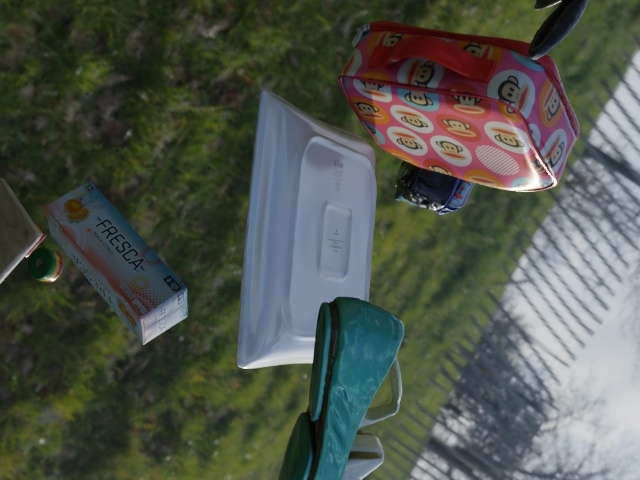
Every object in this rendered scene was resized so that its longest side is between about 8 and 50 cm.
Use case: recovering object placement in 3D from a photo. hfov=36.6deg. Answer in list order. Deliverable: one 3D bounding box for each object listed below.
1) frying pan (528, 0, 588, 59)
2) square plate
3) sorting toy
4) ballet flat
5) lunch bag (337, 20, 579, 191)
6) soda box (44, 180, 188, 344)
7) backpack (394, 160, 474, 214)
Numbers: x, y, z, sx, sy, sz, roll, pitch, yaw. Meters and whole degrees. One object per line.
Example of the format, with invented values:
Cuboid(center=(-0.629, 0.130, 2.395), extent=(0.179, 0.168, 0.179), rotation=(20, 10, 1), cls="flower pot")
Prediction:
Cuboid(center=(0.238, -0.251, 0.905), extent=(0.326, 0.053, 0.197), rotation=(-39, -170, -21), cls="frying pan")
Cuboid(center=(0.000, 0.000, 1.318), extent=(0.347, 0.049, 0.344), rotation=(13, 82, -65), cls="square plate")
Cuboid(center=(-0.478, -0.007, 1.432), extent=(0.132, 0.274, 0.046), rotation=(-47, 151, 9), cls="sorting toy")
Cuboid(center=(0.021, 0.160, 0.837), extent=(0.083, 0.087, 0.247), rotation=(-98, -161, -60), cls="ballet flat")
Cuboid(center=(0.170, -0.182, 1.257), extent=(0.120, 0.293, 0.258), rotation=(-63, 144, -14), cls="lunch bag")
Cuboid(center=(-0.220, 0.022, 1.041), extent=(0.063, 0.183, 0.058), rotation=(-33, 154, -26), cls="soda box")
Cuboid(center=(0.201, -0.122, 1.697), extent=(0.158, 0.116, 0.173), rotation=(-64, -174, -10), cls="backpack")
